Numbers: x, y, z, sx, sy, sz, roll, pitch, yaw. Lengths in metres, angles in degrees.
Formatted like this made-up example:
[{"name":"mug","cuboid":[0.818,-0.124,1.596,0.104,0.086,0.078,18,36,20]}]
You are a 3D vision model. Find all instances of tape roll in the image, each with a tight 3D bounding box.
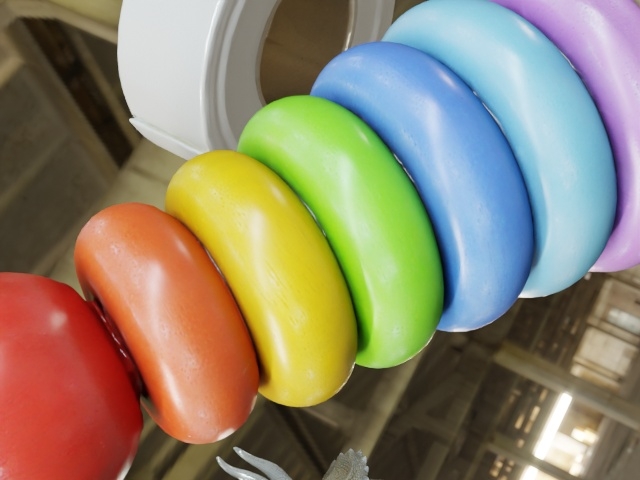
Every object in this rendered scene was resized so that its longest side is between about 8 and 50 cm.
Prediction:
[{"name":"tape roll","cuboid":[-0.048,-0.192,0.938,0.286,0.100,0.286,-42,-33,-36]}]

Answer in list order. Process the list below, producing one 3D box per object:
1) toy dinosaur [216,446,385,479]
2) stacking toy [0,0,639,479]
[{"name":"toy dinosaur","cuboid":[0.053,0.244,0.798,0.313,0.121,0.160,32,-139,-58]},{"name":"stacking toy","cuboid":[0.000,0.000,0.373,0.330,0.141,0.141,-28,-32,-21]}]
